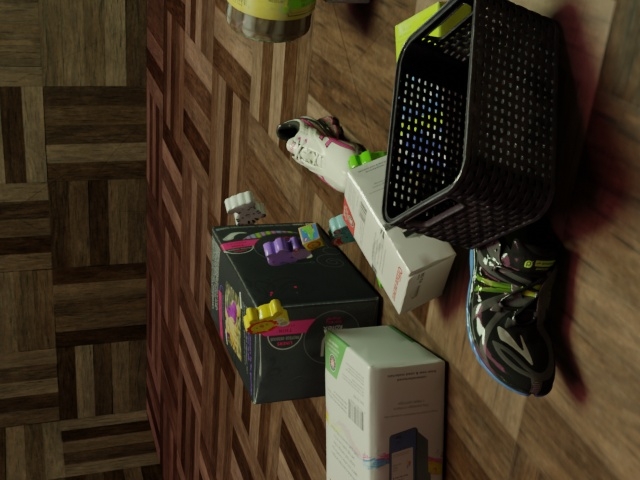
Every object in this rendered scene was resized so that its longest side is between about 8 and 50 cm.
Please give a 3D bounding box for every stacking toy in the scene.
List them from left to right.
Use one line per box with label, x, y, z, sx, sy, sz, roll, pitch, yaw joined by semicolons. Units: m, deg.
stacking toy;0.000;0.000;1.015;0.052;0.221;0.167;55;-161;-61

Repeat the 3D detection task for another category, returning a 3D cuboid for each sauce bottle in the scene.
sauce bottle;-0.039;-0.392;0.962;0.111;0.111;0.344;-113;25;-44

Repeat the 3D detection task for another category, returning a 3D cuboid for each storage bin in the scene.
storage bin;0.121;-0.096;0.705;0.122;0.084;0.180;-33;45;59

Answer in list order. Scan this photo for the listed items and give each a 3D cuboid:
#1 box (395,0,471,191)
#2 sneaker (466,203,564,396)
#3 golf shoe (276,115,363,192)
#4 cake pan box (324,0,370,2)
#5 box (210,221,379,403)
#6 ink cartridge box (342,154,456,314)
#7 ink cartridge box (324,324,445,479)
box;0.115;-0.137;0.867;0.109;0.042;0.178;-179;86;-72
sneaker;0.161;0.034;0.718;0.078;0.067;0.188;132;137;-69
golf shoe;-0.001;-0.110;1.146;0.186;0.086;0.067;-127;39;-56
cake pan box;0.015;-0.451;1.063;0.245;0.070;0.266;-114;27;-50
box;-0.047;0.088;1.193;0.270;0.165;0.143;-131;41;-60
ink cartridge box;0.079;-0.006;0.907;0.135;0.056;0.099;61;165;25
ink cartridge box;0.069;0.219;0.995;0.154;0.093;0.212;-154;63;-70
